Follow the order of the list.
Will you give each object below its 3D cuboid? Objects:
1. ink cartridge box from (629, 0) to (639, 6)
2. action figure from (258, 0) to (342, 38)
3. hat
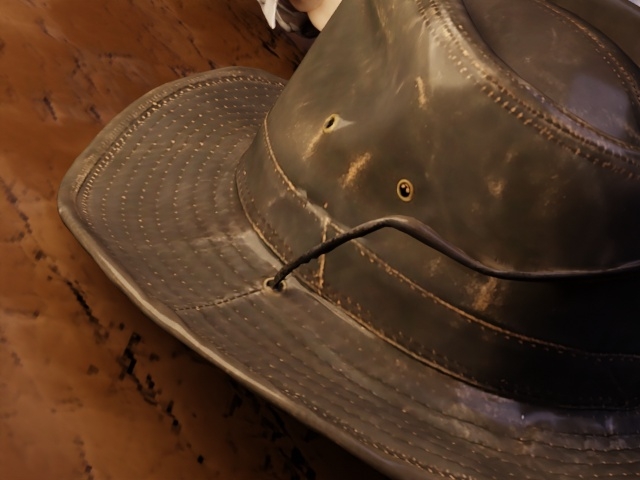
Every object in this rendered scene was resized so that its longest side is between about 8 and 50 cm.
[{"bbox_3d":[0.153,-0.166,1.149,0.090,0.092,0.143,32,-14,-11],"label":"ink cartridge box"},{"bbox_3d":[0.044,-0.113,1.008,0.285,0.099,0.185,23,36,-19],"label":"action figure"},{"bbox_3d":[0.063,-0.036,0.713,0.331,0.134,0.331,11,27,-6],"label":"hat"}]
